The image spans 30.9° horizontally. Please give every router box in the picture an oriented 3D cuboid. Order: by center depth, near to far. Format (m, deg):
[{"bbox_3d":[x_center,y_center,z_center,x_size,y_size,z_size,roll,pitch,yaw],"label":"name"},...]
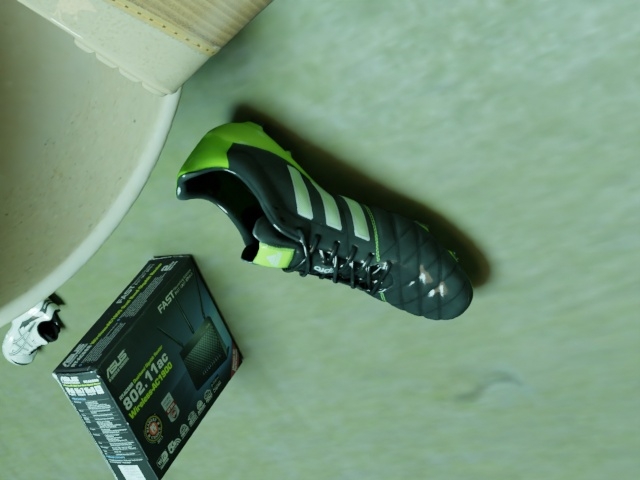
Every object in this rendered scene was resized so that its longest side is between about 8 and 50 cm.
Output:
[{"bbox_3d":[-0.107,0.081,0.749,0.038,0.122,0.092,-7,121,32],"label":"router box"}]

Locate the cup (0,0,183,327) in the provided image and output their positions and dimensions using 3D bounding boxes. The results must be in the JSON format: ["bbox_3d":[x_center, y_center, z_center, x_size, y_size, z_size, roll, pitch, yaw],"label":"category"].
[{"bbox_3d":[-0.262,-0.127,0.581,0.237,0.331,0.331,28,145,55],"label":"cup"}]

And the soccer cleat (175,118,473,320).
[{"bbox_3d":[0.000,0.000,0.647,0.179,0.072,0.060,32,136,6],"label":"soccer cleat"}]

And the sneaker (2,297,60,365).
[{"bbox_3d":[-0.217,0.072,0.878,0.037,0.032,0.083,30,136,10],"label":"sneaker"}]

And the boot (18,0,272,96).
[{"bbox_3d":[-0.092,-0.196,0.441,0.248,0.090,0.207,31,98,-28],"label":"boot"}]
